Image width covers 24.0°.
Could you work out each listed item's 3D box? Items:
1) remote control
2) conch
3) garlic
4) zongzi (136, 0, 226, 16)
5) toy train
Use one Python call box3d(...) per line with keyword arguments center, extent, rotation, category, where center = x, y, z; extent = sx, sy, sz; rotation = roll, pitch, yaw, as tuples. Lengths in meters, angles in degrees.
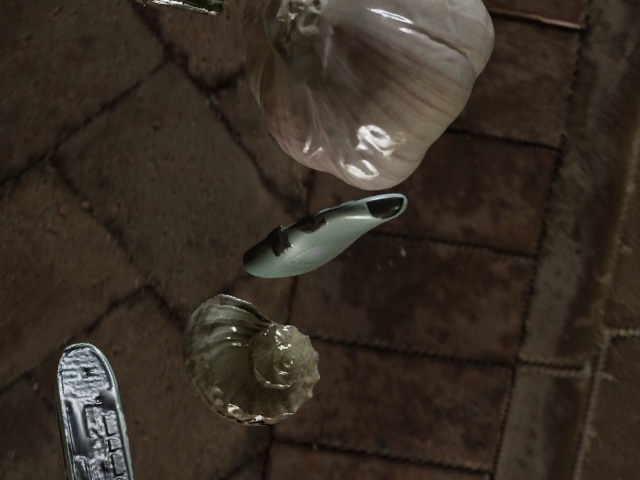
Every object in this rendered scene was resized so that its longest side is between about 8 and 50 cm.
box3d(center=(0.000, -0.002, 1.530), extent=(0.097, 0.256, 0.045), rotation=(-9, 79, -31), category="remote control")
box3d(center=(-0.091, 0.134, 1.697), extent=(0.130, 0.207, 0.155), rotation=(-16, 91, -33), category="conch")
box3d(center=(0.048, -0.225, 1.730), extent=(0.317, 0.317, 0.259), rotation=(-50, 139, 9), category="garlic")
box3d(center=(-0.143, -0.304, 1.623), extent=(0.104, 0.052, 0.113), rotation=(7, 114, -20), category="zongzi")
box3d(center=(-0.290, 0.330, 1.987), extent=(0.086, 0.407, 0.088), rotation=(-4, 148, -18), category="toy train")
